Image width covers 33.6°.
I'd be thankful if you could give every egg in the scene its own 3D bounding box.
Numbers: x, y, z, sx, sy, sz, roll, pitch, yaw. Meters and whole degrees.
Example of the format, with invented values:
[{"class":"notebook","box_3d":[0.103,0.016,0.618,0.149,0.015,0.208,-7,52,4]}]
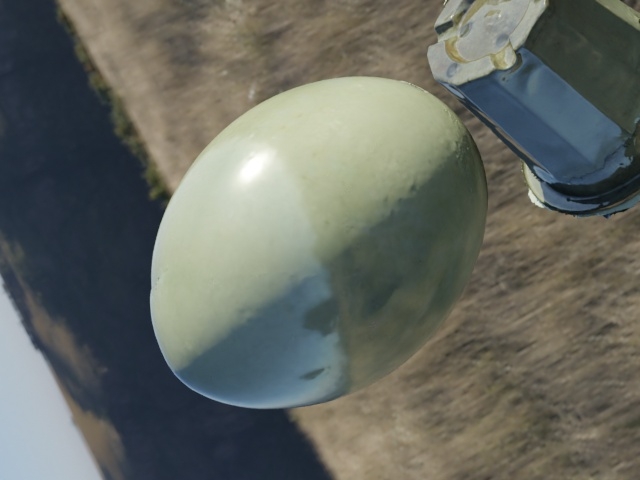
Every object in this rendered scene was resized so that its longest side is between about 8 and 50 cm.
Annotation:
[{"class":"egg","box_3d":[0.000,0.000,0.675,0.186,0.253,0.186,33,153,20]}]

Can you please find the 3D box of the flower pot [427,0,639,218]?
[{"class":"flower pot","box_3d":[0.284,-0.202,1.263,0.259,0.290,0.290,31,-175,-32]}]
